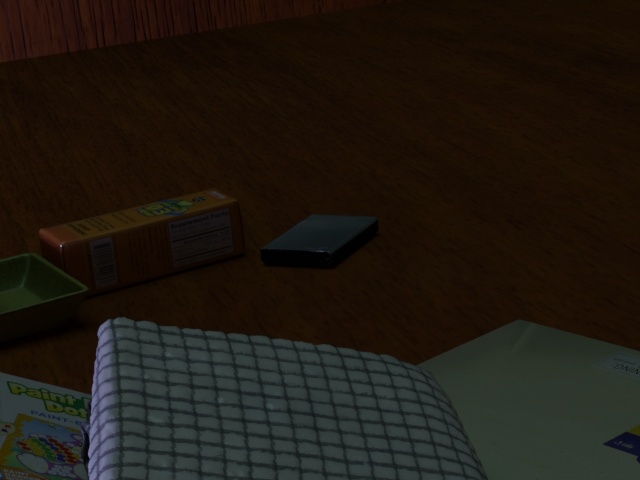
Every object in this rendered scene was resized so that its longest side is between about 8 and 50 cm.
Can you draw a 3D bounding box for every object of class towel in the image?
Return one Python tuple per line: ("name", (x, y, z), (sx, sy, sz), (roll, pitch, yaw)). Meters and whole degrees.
("towel", (-0.028, 0.176, 1.137), (0.283, 0.121, 0.235), (8, 26, -14))

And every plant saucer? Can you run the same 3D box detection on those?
("plant saucer", (-0.373, 0.075, 1.827), (0.188, 0.045, 0.188), (-15, 20, -26))

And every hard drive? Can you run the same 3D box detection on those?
("hard drive", (0.000, 0.000, 1.971), (0.094, 0.022, 0.135), (3, 20, 26))

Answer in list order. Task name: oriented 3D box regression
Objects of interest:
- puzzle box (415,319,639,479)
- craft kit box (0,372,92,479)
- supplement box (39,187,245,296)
("puzzle box", (0.217, 0.166, 1.316), (0.272, 0.052, 0.409), (-19, 22, -36))
("craft kit box", (-0.212, 0.178, 1.249), (0.250, 0.061, 0.246), (16, 12, -18))
("supplement box", (-0.210, 0.002, 1.950), (0.233, 0.080, 0.078), (-13, 21, -27))
